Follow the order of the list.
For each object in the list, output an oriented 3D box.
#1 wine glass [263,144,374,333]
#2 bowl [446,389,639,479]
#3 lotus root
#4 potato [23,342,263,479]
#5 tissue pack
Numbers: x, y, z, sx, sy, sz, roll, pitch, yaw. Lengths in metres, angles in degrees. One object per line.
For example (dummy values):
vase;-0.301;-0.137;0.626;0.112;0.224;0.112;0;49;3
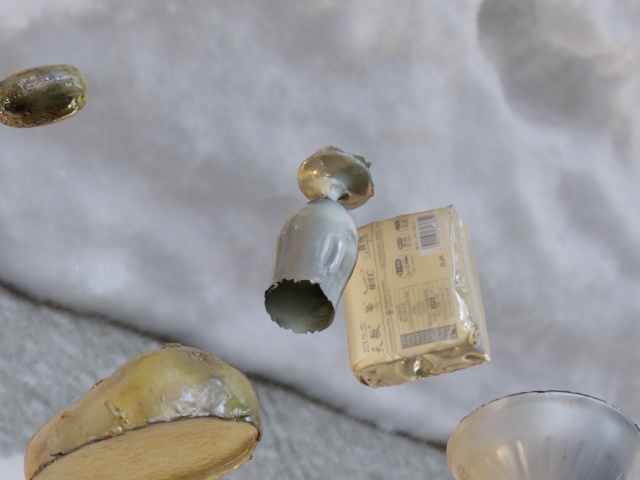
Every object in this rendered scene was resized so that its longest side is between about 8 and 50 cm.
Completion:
wine glass;0.000;0.000;1.668;0.103;0.222;0.103;8;137;7
bowl;0.214;0.232;1.354;0.189;0.086;0.189;2;135;2
lotus root;-0.260;-0.129;1.305;0.099;0.049;0.054;-14;111;-10
potato;-0.139;0.137;1.098;0.200;0.081;0.164;-31;148;31
tissue pack;0.123;0.078;1.954;0.186;0.222;0.090;-16;152;14
